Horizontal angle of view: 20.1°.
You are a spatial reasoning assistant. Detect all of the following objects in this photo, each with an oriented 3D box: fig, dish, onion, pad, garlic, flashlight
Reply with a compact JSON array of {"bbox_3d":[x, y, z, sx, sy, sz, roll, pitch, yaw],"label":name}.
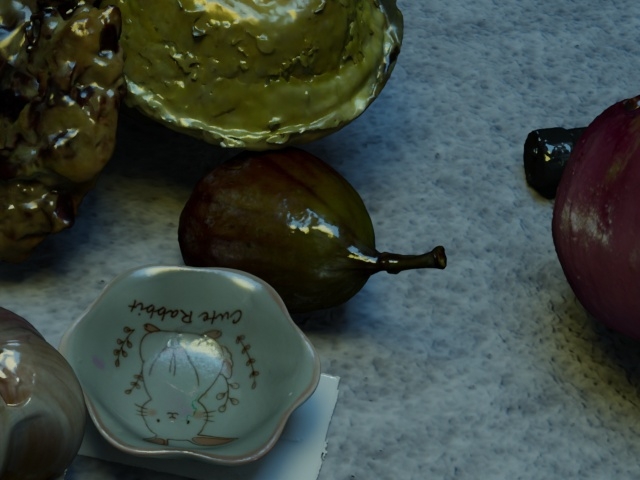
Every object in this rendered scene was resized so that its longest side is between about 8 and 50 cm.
[{"bbox_3d":[0.001,0.002,1.679,0.274,0.146,0.170,15,37,38],"label":"fig"},{"bbox_3d":[-0.117,0.125,1.593,0.229,0.081,0.229,5,47,-6],"label":"dish"},{"bbox_3d":[0.381,0.016,1.666,0.358,0.345,0.358,17,31,-11],"label":"onion"},{"bbox_3d":[-0.104,0.154,1.624,0.232,0.004,0.156,11,43,2],"label":"pad"},{"bbox_3d":[-0.327,0.144,1.463,0.256,0.207,0.207,22,23,-52],"label":"garlic"},{"bbox_3d":[0.330,-0.097,1.902,0.232,0.093,0.093,-4,45,-13],"label":"flashlight"}]

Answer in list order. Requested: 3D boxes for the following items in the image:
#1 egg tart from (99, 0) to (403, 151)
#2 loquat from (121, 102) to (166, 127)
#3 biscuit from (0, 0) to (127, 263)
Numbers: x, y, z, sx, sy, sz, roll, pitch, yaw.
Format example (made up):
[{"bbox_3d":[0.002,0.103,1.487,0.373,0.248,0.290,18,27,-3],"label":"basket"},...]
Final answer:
[{"bbox_3d":[-0.077,-0.243,1.730,0.341,0.132,0.341,6,60,-10],"label":"egg tart"},{"bbox_3d":[-0.139,-0.208,1.877,0.179,0.179,0.227,30,42,20],"label":"loquat"},{"bbox_3d":[-0.308,-0.142,1.689,0.289,0.334,0.081,14,1,34],"label":"biscuit"}]
